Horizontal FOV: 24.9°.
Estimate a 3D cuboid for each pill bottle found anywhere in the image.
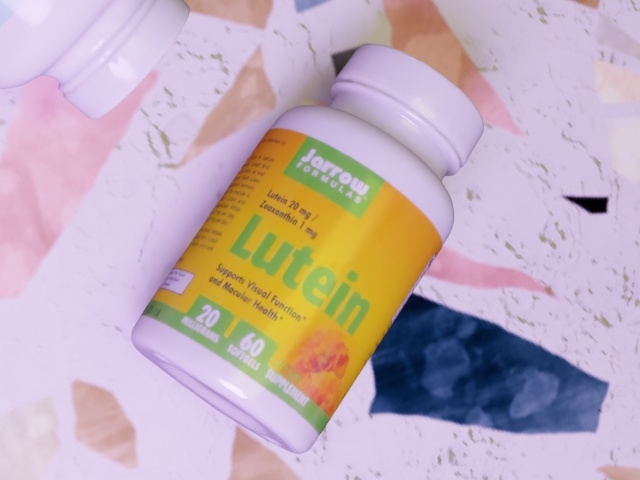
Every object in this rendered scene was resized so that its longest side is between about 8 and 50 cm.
[{"bbox_3d":[-0.202,-0.188,0.833,0.264,0.146,0.146,40,77,-19],"label":"pill bottle"},{"bbox_3d":[0.000,0.000,0.932,0.136,0.136,0.246,38,77,-20],"label":"pill bottle"}]
